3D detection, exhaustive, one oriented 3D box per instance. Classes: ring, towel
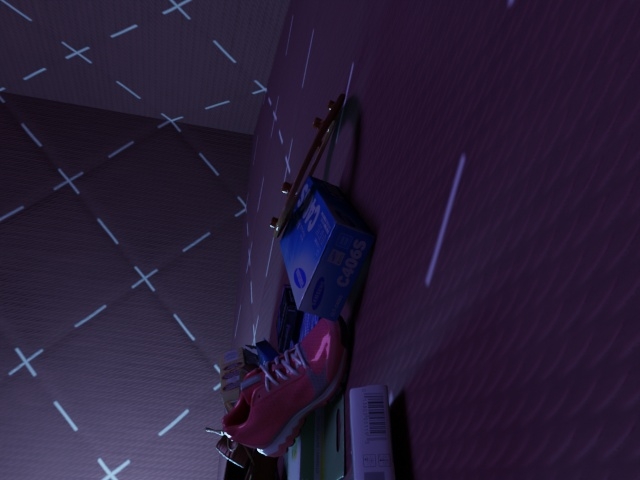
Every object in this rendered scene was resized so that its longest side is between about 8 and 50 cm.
[{"bbox_3d":[-0.032,-0.160,1.333,0.336,0.032,0.337,-90,26,-88],"label":"ring"},{"bbox_3d":[-0.037,0.181,1.396,0.336,0.040,0.244,129,148,-68],"label":"towel"}]

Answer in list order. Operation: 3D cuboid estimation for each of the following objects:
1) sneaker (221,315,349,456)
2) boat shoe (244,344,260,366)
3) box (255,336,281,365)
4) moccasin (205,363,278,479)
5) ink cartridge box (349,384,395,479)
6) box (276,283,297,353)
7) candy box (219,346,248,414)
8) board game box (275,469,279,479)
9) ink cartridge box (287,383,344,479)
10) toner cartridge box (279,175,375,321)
[{"bbox_3d":[-0.064,0.253,1.093,0.314,0.136,0.116,-57,30,18],"label":"sneaker"},{"bbox_3d":[-0.194,0.364,1.926,0.227,0.081,0.069,164,117,-75],"label":"boat shoe"},{"bbox_3d":[-0.111,0.323,1.496,0.225,0.036,0.137,-161,58,-72],"label":"box"},{"bbox_3d":[-0.177,0.468,1.423,0.139,0.146,0.381,27,112,56],"label":"moccasin"},{"bbox_3d":[0.068,0.321,0.821,0.225,0.056,0.181,83,-176,-51],"label":"ink cartridge box"},{"bbox_3d":[-0.082,0.185,1.502,0.162,0.029,0.116,-117,38,-74],"label":"box"},{"bbox_3d":[-0.237,0.466,1.891,0.316,0.087,0.183,-131,23,-76],"label":"candy box"},{"bbox_3d":[-0.139,0.668,1.568,0.136,0.035,0.201,-130,50,-74],"label":"board game box"},{"bbox_3d":[-0.013,0.364,1.122,0.235,0.056,0.171,110,164,-54],"label":"ink cartridge box"},{"bbox_3d":[0.000,0.000,1.174,0.348,0.075,0.165,-117,47,-70],"label":"toner cartridge box"}]
